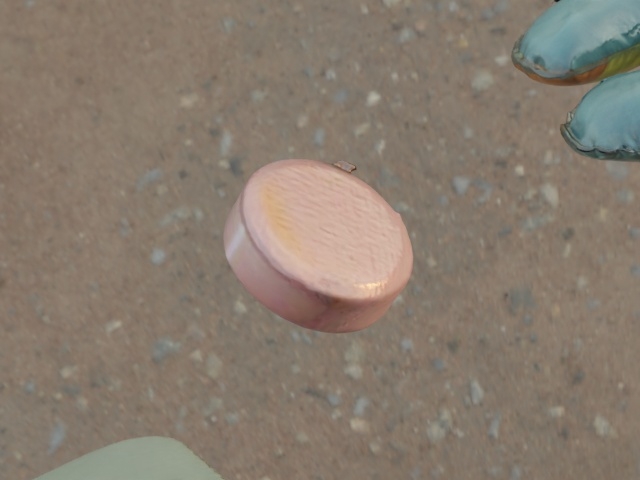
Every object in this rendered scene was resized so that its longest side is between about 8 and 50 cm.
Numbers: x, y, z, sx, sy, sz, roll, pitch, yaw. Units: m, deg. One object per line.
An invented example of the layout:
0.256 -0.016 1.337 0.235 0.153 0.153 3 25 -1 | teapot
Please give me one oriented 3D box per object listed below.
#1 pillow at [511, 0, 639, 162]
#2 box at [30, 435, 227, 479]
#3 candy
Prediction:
0.228 -0.119 0.792 0.214 0.086 0.233 -14 31 -2 | pillow
-0.172 0.252 0.597 0.396 0.111 0.396 -24 18 -19 | box
0.000 0.000 1.688 0.255 0.094 0.255 18 41 -16 | candy
